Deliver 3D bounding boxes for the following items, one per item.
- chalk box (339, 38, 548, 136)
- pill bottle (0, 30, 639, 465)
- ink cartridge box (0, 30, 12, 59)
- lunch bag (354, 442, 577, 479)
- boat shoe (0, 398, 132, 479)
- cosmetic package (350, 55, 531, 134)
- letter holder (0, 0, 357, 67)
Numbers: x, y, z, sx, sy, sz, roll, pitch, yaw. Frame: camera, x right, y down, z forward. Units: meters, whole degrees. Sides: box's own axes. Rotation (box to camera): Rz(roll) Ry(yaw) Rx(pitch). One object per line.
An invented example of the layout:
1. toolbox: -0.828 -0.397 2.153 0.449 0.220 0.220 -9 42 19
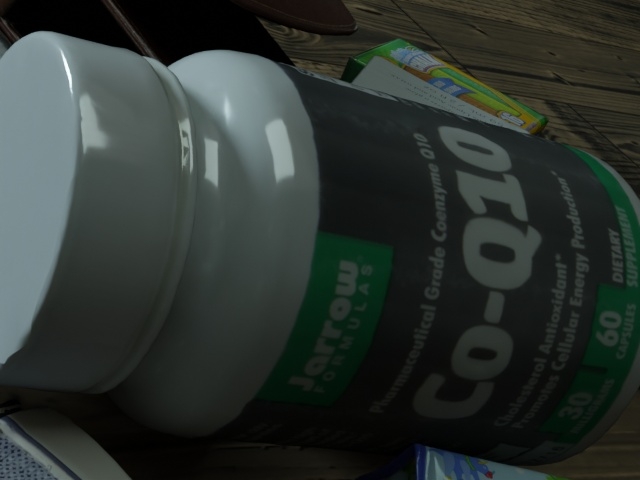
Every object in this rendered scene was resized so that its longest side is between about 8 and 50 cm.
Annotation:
1. chalk box: 0.074 -0.096 1.201 0.213 0.132 0.132 31 26 11
2. pill bottle: -0.005 0.012 0.724 0.361 0.204 0.204 11 29 -33
3. ink cartridge box: -0.210 -0.021 0.873 0.255 0.097 0.189 47 24 -11
4. lunch bag: 0.085 0.201 0.709 0.129 0.096 0.151 14 57 -20
5. boat shoe: -0.085 0.206 0.544 0.340 0.127 0.158 30 32 28
6. cosmetic package: 0.059 -0.029 1.040 0.151 0.151 0.183 26 26 3
7. letter holder: -0.070 -0.136 1.013 0.214 0.152 0.302 52 17 8
